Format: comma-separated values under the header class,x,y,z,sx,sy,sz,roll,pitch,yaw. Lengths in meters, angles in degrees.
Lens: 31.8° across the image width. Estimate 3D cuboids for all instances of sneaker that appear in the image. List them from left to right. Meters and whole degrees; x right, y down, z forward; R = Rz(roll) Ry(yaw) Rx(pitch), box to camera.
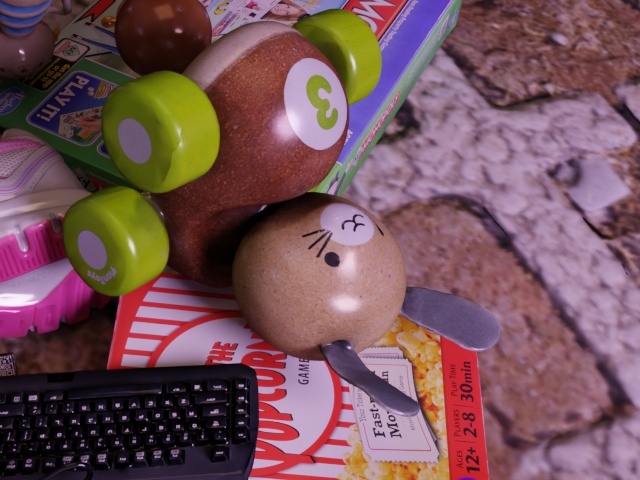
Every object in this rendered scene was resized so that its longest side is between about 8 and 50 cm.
class,x,y,z,sx,sy,sz,roll,pitch,yaw
sneaker,-0.235,0.005,0.589,0.252,0.103,0.111,-12,46,-29

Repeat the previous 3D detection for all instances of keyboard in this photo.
class,x,y,z,sx,sy,sz,roll,pitch,yaw
keyboard,-0.124,0.091,0.504,0.192,0.038,0.100,-5,47,-1

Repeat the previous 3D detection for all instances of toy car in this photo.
class,x,y,z,sx,sy,sz,roll,pitch,yaw
toy car,0.000,0.000,0.549,0.188,0.149,0.155,44,43,15

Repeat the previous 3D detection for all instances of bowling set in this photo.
class,x,y,z,sx,sy,sz,roll,pitch,yaw
bowling set,-0.151,-0.152,0.674,0.287,0.154,0.199,-14,70,-26

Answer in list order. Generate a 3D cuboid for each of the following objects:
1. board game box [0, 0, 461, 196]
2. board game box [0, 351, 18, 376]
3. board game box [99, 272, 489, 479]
class,x,y,z,sx,sy,sz,roll,pitch,yaw
board game box,-0.053,-0.121,0.769,0.214,0.046,0.317,22,47,12
board game box,-0.182,0.167,0.488,0.136,0.030,0.259,-11,50,-17
board game box,-0.015,0.092,0.577,0.194,0.045,0.146,5,46,-5
